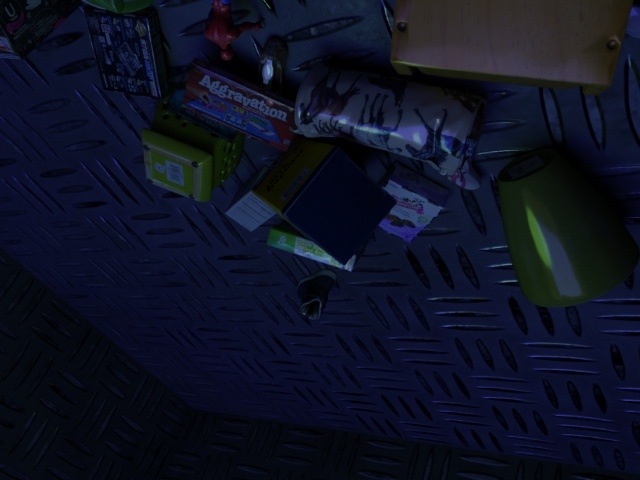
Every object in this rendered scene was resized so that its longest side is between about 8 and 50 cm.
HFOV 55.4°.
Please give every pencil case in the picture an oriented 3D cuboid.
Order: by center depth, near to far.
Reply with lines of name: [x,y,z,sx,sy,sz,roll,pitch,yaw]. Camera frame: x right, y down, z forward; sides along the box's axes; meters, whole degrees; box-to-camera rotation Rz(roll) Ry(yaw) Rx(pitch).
pencil case: [0.146,-0.266,1.341,0.411,0.183,0.160,15,175,10]

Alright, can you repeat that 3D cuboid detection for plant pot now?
plant pot: [0.525,-0.048,1.379,0.275,0.274,0.293,-15,116,43]
plant pot: [-0.350,-0.247,1.638,0.227,0.207,0.228,22,145,3]

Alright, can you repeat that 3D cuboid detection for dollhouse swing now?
dollhouse swing: [0.326,-0.402,1.061,0.347,0.305,0.315,10,118,14]

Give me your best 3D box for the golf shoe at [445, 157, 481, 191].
golf shoe: [0.327,-0.187,1.446,0.186,0.067,0.086,38,142,-21]

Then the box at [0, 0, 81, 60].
box: [-0.708,-0.547,1.401,0.164,0.247,0.142,10,142,19]

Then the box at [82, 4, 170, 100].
box: [-0.475,-0.467,1.510,0.175,0.051,0.220,12,133,13]

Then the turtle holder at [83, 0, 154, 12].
turtle holder: [-0.434,-0.608,1.171,0.228,0.243,0.320,25,159,28]

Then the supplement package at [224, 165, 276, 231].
supplement package: [-0.185,-0.120,1.802,0.105,0.105,0.179,36,143,-18]

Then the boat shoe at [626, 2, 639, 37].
boat shoe: [0.526,-0.400,1.065,0.142,0.040,0.049,24,137,-2]

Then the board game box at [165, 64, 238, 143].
board game box: [-0.276,-0.343,1.536,0.186,0.126,0.026,27,168,-6]

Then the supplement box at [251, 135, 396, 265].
supplement box: [-0.006,-0.110,1.486,0.194,0.195,0.356,40,179,-23]

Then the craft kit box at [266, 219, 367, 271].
craft kit box: [0.000,0.000,1.758,0.250,0.246,0.060,18,102,9]

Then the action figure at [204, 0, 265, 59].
action figure: [-0.192,-0.528,1.283,0.092,0.139,0.280,13,122,20]

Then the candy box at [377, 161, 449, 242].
candy box: [0.220,-0.098,1.626,0.165,0.070,0.196,27,146,-6]

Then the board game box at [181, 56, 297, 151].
board game box: [-0.186,-0.321,1.465,0.281,0.027,0.145,23,141,-7]

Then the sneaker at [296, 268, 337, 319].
sneaker: [-0.040,0.205,2.111,0.086,0.163,0.226,31,147,-14]

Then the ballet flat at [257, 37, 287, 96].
ballet flat: [-0.123,-0.381,1.444,0.073,0.067,0.206,18,146,6]
